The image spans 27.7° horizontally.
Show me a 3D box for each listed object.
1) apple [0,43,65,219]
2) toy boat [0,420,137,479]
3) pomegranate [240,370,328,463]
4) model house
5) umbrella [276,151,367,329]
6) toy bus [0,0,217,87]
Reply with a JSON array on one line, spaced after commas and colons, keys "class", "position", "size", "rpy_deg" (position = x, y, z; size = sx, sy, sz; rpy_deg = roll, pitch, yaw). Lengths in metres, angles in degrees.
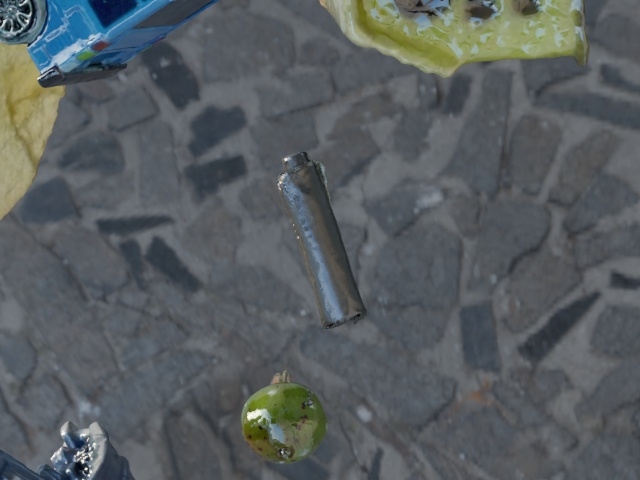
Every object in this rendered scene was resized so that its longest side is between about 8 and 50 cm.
[{"class": "apple", "position": [-0.393, -0.147, 1.157], "size": [0.314, 0.309, 0.252], "rpy_deg": [7, 26, -2]}, {"class": "toy boat", "position": [-0.219, 0.215, 1.034], "size": [0.129, 0.309, 0.142], "rpy_deg": [-43, 100, 9]}, {"class": "pomegranate", "position": [-0.035, 0.148, 1.086], "size": [0.073, 0.073, 0.084], "rpy_deg": [-38, 38, -15]}, {"class": "model house", "position": [0.102, -0.233, 1.159], "size": [0.234, 0.175, 0.193], "rpy_deg": [-14, 25, -3]}, {"class": "umbrella", "position": [-0.001, 0.000, 0.945], "size": [0.031, 0.133, 0.036], "rpy_deg": [-16, 3, 39]}, {"class": "toy bus", "position": [-0.136, -0.179, 0.650], "size": [0.106, 0.090, 0.185], "rpy_deg": [-29, 93, 20]}]
